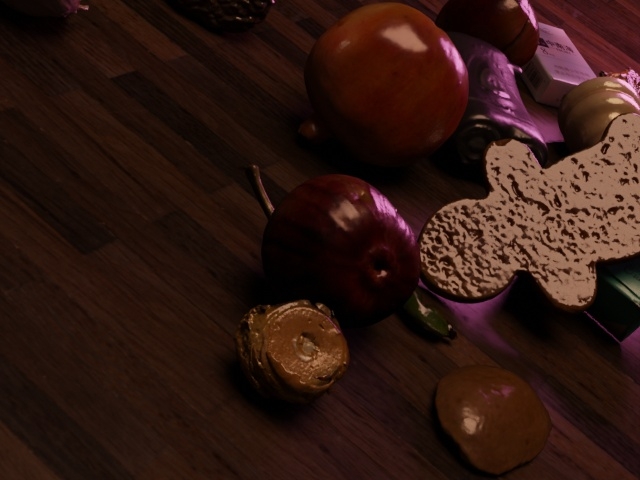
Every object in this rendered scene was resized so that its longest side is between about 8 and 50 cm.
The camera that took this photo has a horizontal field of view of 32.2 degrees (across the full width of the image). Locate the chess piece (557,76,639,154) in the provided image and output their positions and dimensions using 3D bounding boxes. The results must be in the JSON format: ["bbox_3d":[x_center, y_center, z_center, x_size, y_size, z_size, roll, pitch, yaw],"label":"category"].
[{"bbox_3d":[0.531,-0.146,1.997,0.167,0.167,0.299,18,39,-17],"label":"chess piece"}]

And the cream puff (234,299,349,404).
[{"bbox_3d":[-0.035,0.127,1.261,0.133,0.104,0.119,14,69,-11],"label":"cream puff"}]

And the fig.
[{"bbox_3d":[-0.002,0.015,1.401,0.204,0.186,0.250,29,-14,-36],"label":"fig"}]

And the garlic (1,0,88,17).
[{"bbox_3d":[-0.434,-0.409,1.638,0.143,0.178,0.229,-21,32,-13],"label":"garlic"}]

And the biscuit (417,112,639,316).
[{"bbox_3d":[0.335,-0.025,1.615,0.432,0.064,0.283,-22,73,-10],"label":"biscuit"}]

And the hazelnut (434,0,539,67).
[{"bbox_3d":[0.319,-0.410,2.170,0.208,0.208,0.208,20,35,-15],"label":"hazelnut"}]

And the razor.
[{"bbox_3d":[0.282,-0.235,1.955,0.204,0.113,0.349,20,34,-17],"label":"razor"}]

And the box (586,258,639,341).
[{"bbox_3d":[0.503,-0.011,1.737,0.311,0.118,0.205,-36,66,-28],"label":"box"}]

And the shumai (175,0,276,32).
[{"bbox_3d":[-0.159,-0.459,1.887,0.206,0.166,0.175,52,23,-12],"label":"shumai"}]

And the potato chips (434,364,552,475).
[{"bbox_3d":[0.222,0.212,1.395,0.202,0.049,0.150,-10,55,-52],"label":"potato chips"}]

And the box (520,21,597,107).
[{"bbox_3d":[0.480,-0.368,2.318,0.155,0.067,0.243,12,38,-28],"label":"box"}]

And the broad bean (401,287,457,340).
[{"bbox_3d":[0.116,0.060,1.512,0.061,0.046,0.195,5,45,-50],"label":"broad bean"}]

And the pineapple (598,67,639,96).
[{"bbox_3d":[0.635,-0.258,2.223,0.225,0.076,0.224,21,56,-36],"label":"pineapple"}]

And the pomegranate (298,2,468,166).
[{"bbox_3d":[0.086,-0.232,1.714,0.252,0.270,0.229,50,-3,-26],"label":"pomegranate"}]
